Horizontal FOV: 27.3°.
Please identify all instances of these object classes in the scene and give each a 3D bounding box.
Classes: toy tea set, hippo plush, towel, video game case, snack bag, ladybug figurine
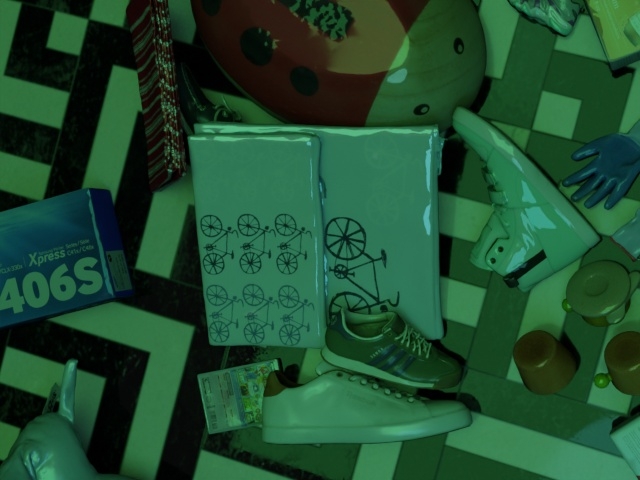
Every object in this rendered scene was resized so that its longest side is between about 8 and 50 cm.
[{"bbox_3d":[0.415,0.128,1.686,0.336,0.124,0.200,-3,54,32],"label":"toy tea set"},{"bbox_3d":[-0.351,0.379,1.860,0.237,0.234,0.294,33,55,-5],"label":"hippo plush"},{"bbox_3d":[-0.229,-0.211,1.814,0.031,0.199,0.274,-6,87,-17],"label":"towel"},{"bbox_3d":[-0.109,0.221,1.867,0.122,0.011,0.087,-12,86,14],"label":"video game case"},{"bbox_3d":[0.000,0.000,1.770,0.343,0.037,0.323,2,111,11],"label":"snack bag"},{"bbox_3d":[0.005,-0.297,1.762,0.449,0.162,0.305,27,97,13],"label":"ladybug figurine"}]

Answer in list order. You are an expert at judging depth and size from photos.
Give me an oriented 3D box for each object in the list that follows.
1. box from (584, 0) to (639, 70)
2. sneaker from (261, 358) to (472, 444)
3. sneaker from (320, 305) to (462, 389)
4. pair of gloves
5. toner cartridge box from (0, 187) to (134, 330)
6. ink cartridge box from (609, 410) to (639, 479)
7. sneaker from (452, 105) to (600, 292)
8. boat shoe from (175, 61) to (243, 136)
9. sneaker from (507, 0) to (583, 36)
[{"bbox_3d":[0.429,-0.313,1.690,0.171,0.091,0.130,-22,84,14],"label":"box"},{"bbox_3d":[0.058,0.211,1.776,0.290,0.106,0.123,-3,86,12],"label":"sneaker"},{"bbox_3d":[0.100,0.138,1.756,0.192,0.064,0.086,12,120,2],"label":"sneaker"},{"bbox_3d":[0.417,-0.069,1.701,0.159,0.023,0.198,-41,62,7],"label":"pair of gloves"},{"bbox_3d":[-0.459,0.045,1.924,0.348,0.075,0.165,-15,85,14],"label":"toner cartridge box"},{"bbox_3d":[0.479,0.252,1.684,0.175,0.072,0.127,-34,81,12],"label":"ink cartridge box"},{"bbox_3d":[0.227,-0.046,1.723,0.151,0.094,0.256,-42,93,11],"label":"sneaker"},{"bbox_3d":[-0.138,-0.142,1.831,0.079,0.095,0.254,-28,81,13],"label":"boat shoe"},{"bbox_3d":[0.303,-0.322,1.752,0.098,0.038,0.069,31,96,3],"label":"sneaker"}]
